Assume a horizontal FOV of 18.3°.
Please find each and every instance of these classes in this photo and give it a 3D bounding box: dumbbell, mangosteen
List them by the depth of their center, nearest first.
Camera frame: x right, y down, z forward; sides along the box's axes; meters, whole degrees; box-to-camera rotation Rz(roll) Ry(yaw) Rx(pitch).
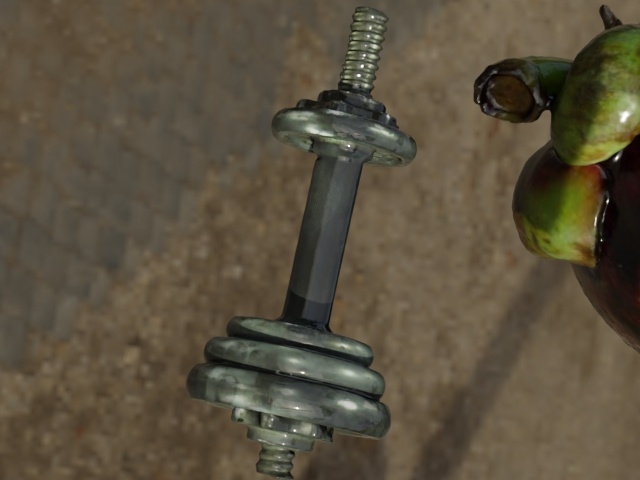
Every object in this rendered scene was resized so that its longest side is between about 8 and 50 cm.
[{"bbox_3d":[0.000,0.000,1.048,0.110,0.110,0.255,27,73,-65],"label":"dumbbell"},{"bbox_3d":[0.280,-0.056,1.420,0.306,0.359,0.306,20,90,-88],"label":"mangosteen"}]
